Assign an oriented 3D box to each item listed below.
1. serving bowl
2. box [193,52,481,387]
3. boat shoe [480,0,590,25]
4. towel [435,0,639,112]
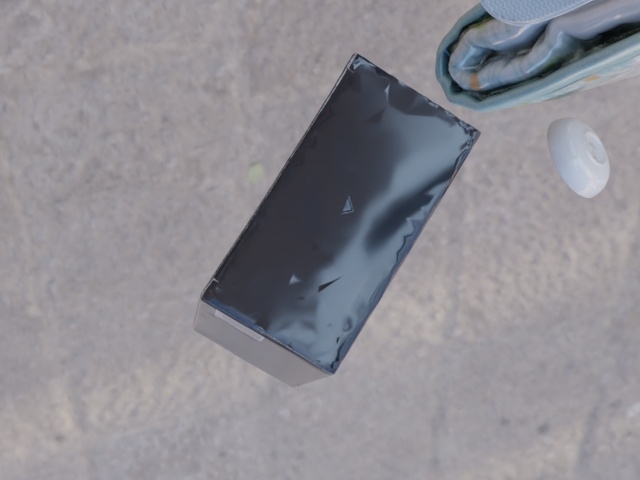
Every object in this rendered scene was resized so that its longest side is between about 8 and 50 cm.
[{"bbox_3d":[0.255,-0.084,1.242,0.083,0.083,0.027,21,143,-40],"label":"serving bowl"},{"bbox_3d":[0.000,0.000,0.907,0.184,0.103,0.261,-61,-178,-10],"label":"box"},{"bbox_3d":[0.192,-0.190,0.716,0.226,0.076,0.083,-11,124,24],"label":"boat shoe"},{"bbox_3d":[0.315,-0.184,0.955,0.320,0.090,0.374,-12,180,-36],"label":"towel"}]
